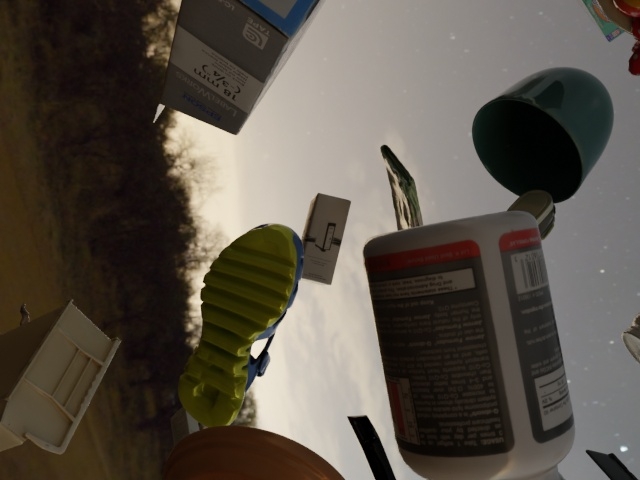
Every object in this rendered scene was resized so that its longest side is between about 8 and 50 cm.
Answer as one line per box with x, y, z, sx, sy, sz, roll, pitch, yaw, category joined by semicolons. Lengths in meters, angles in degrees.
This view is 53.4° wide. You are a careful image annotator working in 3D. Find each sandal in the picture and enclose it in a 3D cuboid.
-0.107;0.112;0.925;0.317;0.126;0.138;-64;167;21;sandal

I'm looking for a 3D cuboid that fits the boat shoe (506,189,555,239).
0.417;0.015;1.454;0.109;0.305;0.091;45;-5;48;boat shoe

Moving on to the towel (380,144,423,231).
0.186;-0.020;1.380;0.248;0.038;0.325;-105;180;-64;towel

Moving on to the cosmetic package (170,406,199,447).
-0.344;0.481;1.623;0.041;0.060;0.115;41;9;-30;cosmetic package

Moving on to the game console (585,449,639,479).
0.648;0.528;1.400;0.122;0.071;0.107;-116;-168;-69;game console

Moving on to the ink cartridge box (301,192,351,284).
0.000;0.000;1.519;0.148;0.085;0.203;151;-47;-81;ink cartridge box

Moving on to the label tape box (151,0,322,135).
-0.062;-0.249;0.682;0.241;0.106;0.333;-61;-169;-19;label tape box

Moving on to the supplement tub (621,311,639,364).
0.732;0.174;1.288;0.144;0.199;0.144;53;-4;6;supplement tub

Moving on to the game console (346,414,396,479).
0.133;0.460;1.104;0.361;0.044;0.213;-135;-158;-74;game console

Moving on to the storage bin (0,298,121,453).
-0.508;0.258;1.046;0.123;0.262;0.260;56;24;-27;storage bin

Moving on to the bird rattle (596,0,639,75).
0.502;-0.355;0.938;0.207;0.143;0.253;43;-1;12;bird rattle

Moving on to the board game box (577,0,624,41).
0.557;-0.536;1.347;0.047;0.160;0.210;-34;-138;27;board game box

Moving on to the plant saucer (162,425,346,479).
-0.060;0.258;0.596;0.037;0.200;0.200;-63;160;-57;plant saucer

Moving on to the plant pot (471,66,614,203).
0.551;-0.272;1.518;0.293;0.235;0.293;38;-25;22;plant pot

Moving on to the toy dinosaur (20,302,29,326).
-0.664;0.269;1.534;0.296;0.200;0.127;-105;-142;-72;toy dinosaur

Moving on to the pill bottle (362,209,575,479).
0.179;0.158;0.756;0.210;0.210;0.363;163;-82;-74;pill bottle
